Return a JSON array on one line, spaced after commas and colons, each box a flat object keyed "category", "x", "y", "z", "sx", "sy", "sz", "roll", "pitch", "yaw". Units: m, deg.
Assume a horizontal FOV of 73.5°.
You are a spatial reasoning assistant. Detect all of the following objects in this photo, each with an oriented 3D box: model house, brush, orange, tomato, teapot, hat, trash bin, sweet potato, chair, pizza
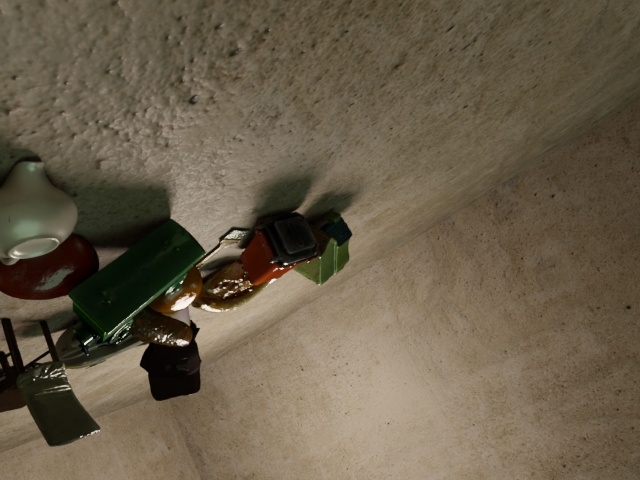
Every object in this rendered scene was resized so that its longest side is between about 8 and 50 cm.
[{"category": "model house", "x": 0.000, "y": 0.000, "z": 1.474, "sx": 0.214, "sy": 0.195, "sz": 0.189, "roll": -36, "pitch": 148, "yaw": -39}, {"category": "brush", "x": -0.298, "y": 0.029, "z": 1.241, "sx": 0.218, "sy": 0.010, "sz": 0.082, "roll": -36, "pitch": 164, "yaw": 23}, {"category": "orange", "x": -0.393, "y": 0.116, "z": 1.134, "sx": 0.156, "sy": 0.124, "sz": 0.156, "roll": -36, "pitch": 152, "yaw": -23}, {"category": "tomato", "x": -0.517, "y": 0.070, "z": 0.825, "sx": 0.174, "sy": 0.082, "sz": 0.166, "roll": -26, "pitch": 166, "yaw": -23}, {"category": "teapot", "x": -0.448, "y": -0.021, "z": 0.643, "sx": 0.226, "sy": 0.092, "sz": 0.145, "roll": -35, "pitch": 164, "yaw": 32}, {"category": "hat", "x": -0.578, "y": 0.449, "z": 1.689, "sx": 0.238, "sy": 0.336, "sz": 0.209, "roll": -2, "pitch": 114, "yaw": -29}, {"category": "trash bin", "x": -0.144, "y": 0.036, "z": 1.279, "sx": 0.184, "sy": 0.161, "sz": 0.238, "roll": -15, "pitch": 164, "yaw": -43}, {"category": "sweet potato", "x": -0.462, "y": 0.228, "z": 1.158, "sx": 0.341, "sy": 0.114, "sz": 0.092, "roll": 45, "pitch": 69, "yaw": -46}, {"category": "chair", "x": -0.678, "y": 0.355, "z": 0.987, "sx": 0.186, "sy": 0.319, "sz": 0.160, "roll": -34, "pitch": 165, "yaw": -1}, {"category": "pizza", "x": -0.281, "y": 0.150, "z": 1.446, "sx": 0.365, "sy": 0.074, "sz": 0.182, "roll": -10, "pitch": 129, "yaw": -58}]

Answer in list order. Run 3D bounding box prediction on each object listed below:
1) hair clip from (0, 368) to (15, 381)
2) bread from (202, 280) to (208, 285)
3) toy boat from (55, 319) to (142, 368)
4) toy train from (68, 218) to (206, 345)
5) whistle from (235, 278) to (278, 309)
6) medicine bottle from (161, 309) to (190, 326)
[{"category": "hair clip", "x": -0.946, "y": 0.405, "z": 1.179, "sx": 0.146, "sy": 0.075, "sz": 0.257, "roll": -34, "pitch": 170, "yaw": 0}, {"category": "bread", "x": -0.368, "y": 0.181, "z": 1.506, "sx": 0.114, "sy": 0.077, "sz": 0.189, "roll": -39, "pitch": 161, "yaw": 18}, {"category": "toy boat", "x": -0.606, "y": 0.262, "z": 1.209, "sx": 0.269, "sy": 0.141, "sz": 0.141, "roll": -18, "pitch": 162, "yaw": -32}, {"category": "toy train", "x": -0.397, "y": 0.096, "z": 0.927, "sx": 0.301, "sy": 0.120, "sz": 0.202, "roll": -47, "pitch": -178, "yaw": -38}, {"category": "whistle", "x": -0.259, "y": 0.186, "z": 1.749, "sx": 0.312, "sy": 0.062, "sz": 0.062, "roll": -37, "pitch": 164, "yaw": 27}, {"category": "medicine bottle", "x": -0.478, "y": 0.225, "z": 1.390, "sx": 0.108, "sy": 0.108, "sz": 0.426, "roll": -23, "pitch": 166, "yaw": -24}]
